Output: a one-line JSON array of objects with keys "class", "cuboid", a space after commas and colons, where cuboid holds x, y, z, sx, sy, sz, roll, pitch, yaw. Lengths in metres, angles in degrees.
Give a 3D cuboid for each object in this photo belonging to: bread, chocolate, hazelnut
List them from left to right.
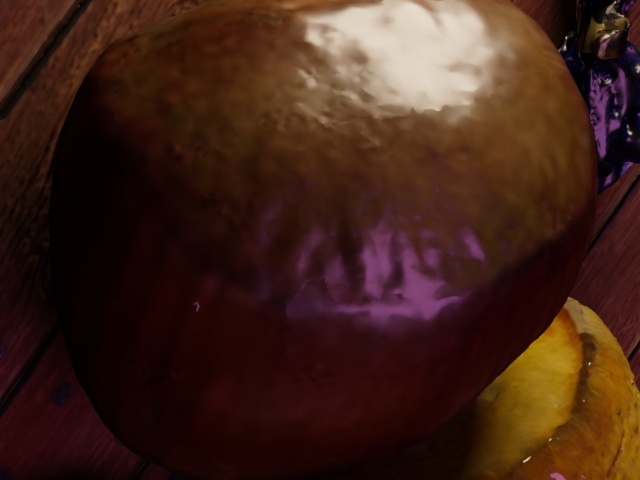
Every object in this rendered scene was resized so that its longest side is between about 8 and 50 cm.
[{"class": "hazelnut", "cuboid": [0.000, 0.000, 1.369, 0.421, 0.353, 0.421, -40, 147, -33]}, {"class": "bread", "cuboid": [0.114, 0.199, 1.552, 0.398, 0.398, 0.215, -38, 120, -22]}, {"class": "chocolate", "cuboid": [0.258, -0.186, 1.680, 0.148, 0.126, 0.343, -65, 164, -56]}]
